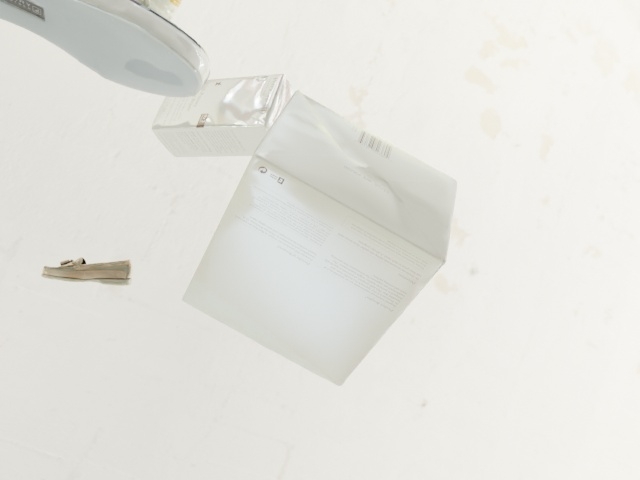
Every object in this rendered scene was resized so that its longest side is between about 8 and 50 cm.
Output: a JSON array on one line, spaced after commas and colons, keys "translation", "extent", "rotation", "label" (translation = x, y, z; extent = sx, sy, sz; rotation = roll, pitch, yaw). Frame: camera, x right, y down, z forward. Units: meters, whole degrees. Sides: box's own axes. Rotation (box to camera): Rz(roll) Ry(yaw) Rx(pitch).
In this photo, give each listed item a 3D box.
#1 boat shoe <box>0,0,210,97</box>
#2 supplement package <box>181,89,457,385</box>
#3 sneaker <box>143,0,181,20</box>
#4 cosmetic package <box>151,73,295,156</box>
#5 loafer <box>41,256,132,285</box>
[{"translation": [-0.289, -0.312, 0.807], "extent": [0.366, 0.136, 0.157], "rotation": [23, -116, -11], "label": "boat shoe"}, {"translation": [0.000, 0.000, 0.690], "extent": [0.194, 0.203, 0.149], "rotation": [30, -143, -5], "label": "supplement package"}, {"translation": [-0.339, -0.365, 0.932], "extent": [0.296, 0.131, 0.112], "rotation": [34, -171, 13], "label": "sneaker"}, {"translation": [-0.160, -0.211, 1.150], "extent": [0.085, 0.230, 0.118], "rotation": [55, -137, -50], "label": "cosmetic package"}, {"translation": [-0.333, 0.041, 0.968], "extent": [0.125, 0.045, 0.039], "rotation": [6, -89, -10], "label": "loafer"}]
